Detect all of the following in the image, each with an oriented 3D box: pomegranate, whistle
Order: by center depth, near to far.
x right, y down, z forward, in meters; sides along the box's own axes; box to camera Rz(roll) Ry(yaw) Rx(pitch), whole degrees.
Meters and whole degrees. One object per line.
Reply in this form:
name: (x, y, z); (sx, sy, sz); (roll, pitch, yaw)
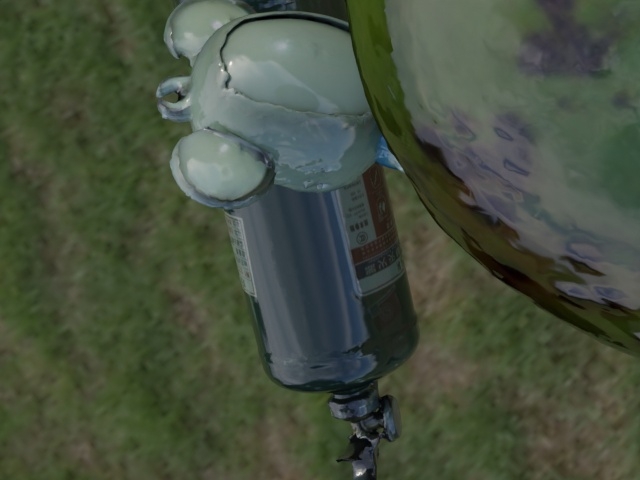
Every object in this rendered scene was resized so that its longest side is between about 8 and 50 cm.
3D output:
pomegranate: (0.117, -0.081, 0.452); (0.248, 0.202, 0.202); (-30, 94, 29)
whistle: (0.047, -0.057, 0.800); (0.235, 0.114, 0.077); (0, 144, -9)

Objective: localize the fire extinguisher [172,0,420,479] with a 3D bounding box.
fire extinguisher: (0.000, 0.000, 0.988); (0.093, 0.118, 0.294); (-10, 103, 15)
